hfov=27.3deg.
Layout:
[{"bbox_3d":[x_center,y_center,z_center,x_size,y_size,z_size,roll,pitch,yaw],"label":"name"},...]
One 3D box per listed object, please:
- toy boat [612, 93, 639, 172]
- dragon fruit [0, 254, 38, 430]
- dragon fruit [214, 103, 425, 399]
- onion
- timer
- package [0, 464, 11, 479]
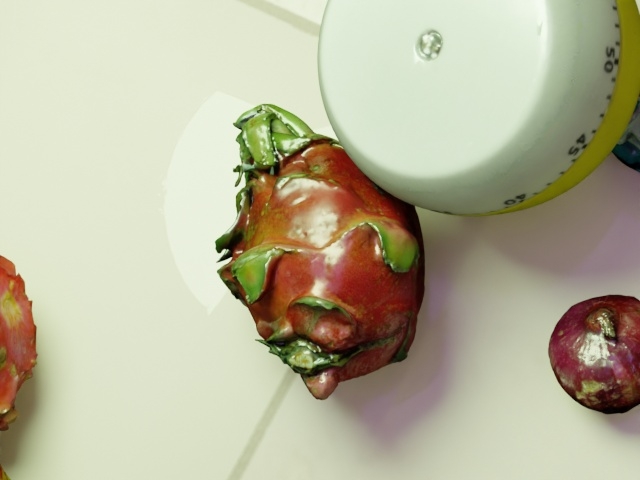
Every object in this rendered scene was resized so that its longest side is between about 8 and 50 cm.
[{"bbox_3d":[0.384,-0.171,1.155,0.134,0.092,0.299,40,87,20],"label":"toy boat"},{"bbox_3d":[-0.385,0.097,1.177,0.268,0.210,0.205,-18,118,-5],"label":"dragon fruit"},{"bbox_3d":[-0.018,0.003,1.134,0.269,0.198,0.200,45,45,15],"label":"dragon fruit"},{"bbox_3d":[0.245,0.092,1.115,0.107,0.097,0.107,-7,50,8],"label":"onion"},{"bbox_3d":[0.156,-0.149,1.116,0.285,0.285,0.285,-2,76,10],"label":"timer"},{"bbox_3d":[-0.341,0.230,1.109,0.223,0.288,0.108,-19,40,7],"label":"package"}]
